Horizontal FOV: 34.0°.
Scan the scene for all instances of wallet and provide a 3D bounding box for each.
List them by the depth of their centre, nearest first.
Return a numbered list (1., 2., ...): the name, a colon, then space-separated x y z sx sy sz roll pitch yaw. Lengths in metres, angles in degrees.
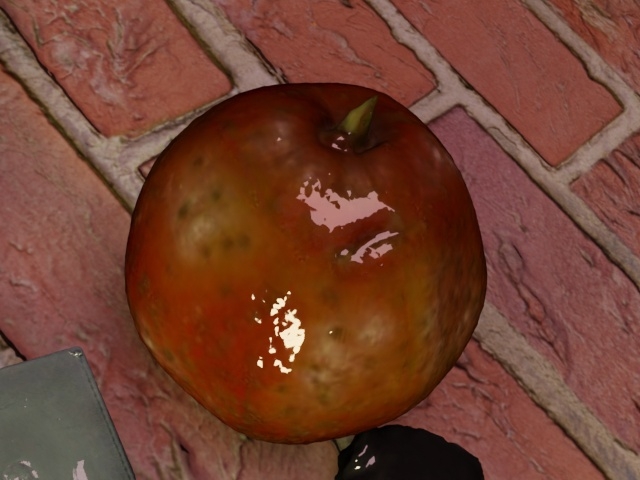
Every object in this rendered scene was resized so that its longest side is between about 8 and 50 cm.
1. wallet: -0.332 0.256 1.050 0.290 0.054 0.251 -14 71 -33

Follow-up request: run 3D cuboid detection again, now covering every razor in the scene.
1. razor: 0.074 0.360 1.114 0.189 0.107 0.327 25 55 -7

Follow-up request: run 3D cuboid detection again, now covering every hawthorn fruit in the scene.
1. hawthorn fruit: 0.000 0.000 1.127 0.403 0.403 0.403 10 58 -16
